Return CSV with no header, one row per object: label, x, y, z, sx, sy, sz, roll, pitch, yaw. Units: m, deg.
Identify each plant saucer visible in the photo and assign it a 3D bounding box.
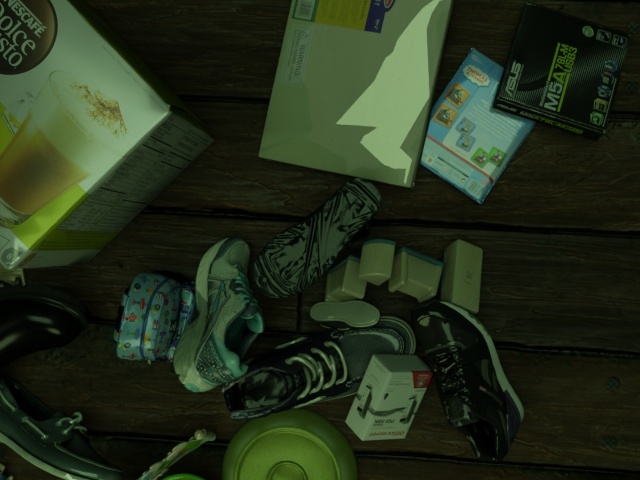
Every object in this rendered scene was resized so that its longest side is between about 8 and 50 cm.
plant saucer,-0.055,0.409,1.531,0.241,0.037,0.241,0,89,5

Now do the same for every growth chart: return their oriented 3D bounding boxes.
growth chart,-0.271,0.387,1.486,0.237,0.172,0.021,-39,79,1

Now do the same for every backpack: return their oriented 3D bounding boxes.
backpack,-0.272,0.130,1.483,0.116,0.173,0.158,14,90,5

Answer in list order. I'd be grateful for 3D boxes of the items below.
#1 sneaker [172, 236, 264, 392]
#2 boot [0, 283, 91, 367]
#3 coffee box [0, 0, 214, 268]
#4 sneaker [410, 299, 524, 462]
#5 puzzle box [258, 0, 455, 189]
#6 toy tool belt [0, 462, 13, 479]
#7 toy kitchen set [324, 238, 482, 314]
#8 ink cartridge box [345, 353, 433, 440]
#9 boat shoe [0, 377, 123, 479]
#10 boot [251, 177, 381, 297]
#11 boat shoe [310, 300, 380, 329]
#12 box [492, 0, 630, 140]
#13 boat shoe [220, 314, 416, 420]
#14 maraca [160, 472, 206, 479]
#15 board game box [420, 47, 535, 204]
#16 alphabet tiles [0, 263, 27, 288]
sneaker,-0.138,0.114,1.451,0.122,0.110,0.283,-13,50,29
boot,-0.556,0.224,1.467,0.348,0.131,0.260,-8,54,13
coffee box,-0.421,-0.188,1.416,0.334,0.338,0.337,-44,87,3
sneaker,0.232,0.226,1.418,0.107,0.124,0.283,-26,107,35
puzzle box,0.070,-0.309,1.498,0.272,0.052,0.409,13,91,15
toy tool belt,-0.560,0.437,1.566,0.051,0.052,0.083,-28,88,12
toy kitchen set,0.137,0.060,1.497,0.207,0.166,0.122,22,58,-19
ink cartridge box,0.113,0.258,1.468,0.099,0.056,0.135,6,113,-36
boat shoe,-0.451,0.325,1.500,0.319,0.116,0.099,19,77,26
boot,0.000,0.000,1.443,0.246,0.207,0.094,-43,87,-2
boat shoe,0.044,0.127,1.472,0.125,0.038,0.046,-2,58,27
box,0.397,-0.280,1.471,0.184,0.045,0.191,20,75,0
boat shoe,-0.004,0.217,1.467,0.340,0.158,0.127,-21,88,5
maraca,-0.217,0.470,1.518,0.127,0.099,0.186,-31,113,6
board game box,0.263,-0.192,1.508,0.160,0.039,0.211,34,93,4
alphabet tiles,-0.699,0.051,1.602,0.342,0.011,0.285,-10,89,5
